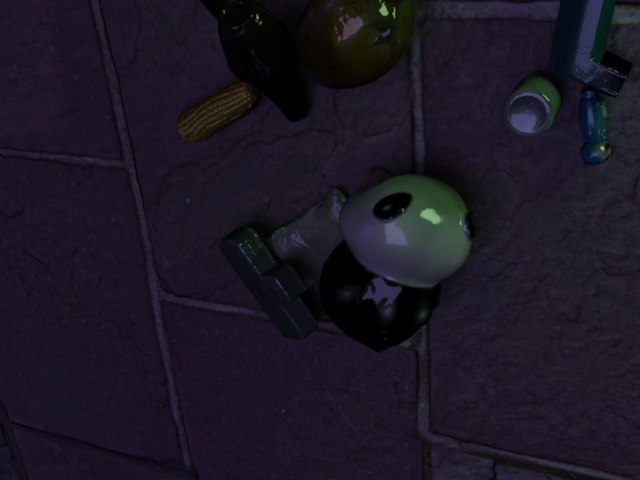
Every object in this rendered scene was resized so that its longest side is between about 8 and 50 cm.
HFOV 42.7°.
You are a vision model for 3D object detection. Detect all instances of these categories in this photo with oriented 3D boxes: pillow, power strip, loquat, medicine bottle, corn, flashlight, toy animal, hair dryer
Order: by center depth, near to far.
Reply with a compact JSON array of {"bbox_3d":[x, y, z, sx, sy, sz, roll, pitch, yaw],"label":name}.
[{"bbox_3d":[0.420,-0.348,1.230,0.124,0.079,0.259,15,122,23],"label":"medicine bottle"},{"bbox_3d":[0.344,-0.222,1.307,0.080,0.130,0.080,12,121,22],"label":"medicine bottle"},{"bbox_3d":[0.441,-0.184,1.331,0.051,0.051,0.129,-5,111,29],"label":"flashlight"},{"bbox_3d":[0.054,-0.345,1.356,0.179,0.179,0.227,45,140,-2],"label":"loquat"},{"bbox_3d":[-0.153,-0.388,1.475,0.120,0.304,0.359,-39,63,2],"label":"hair dryer"},{"bbox_3d":[0.143,0.026,1.481,0.250,0.251,0.310,31,133,8],"label":"toy animal"},{"bbox_3d":[-0.201,-0.253,1.605,0.203,0.072,0.072,-24,104,33],"label":"corn"},{"bbox_3d":[0.000,0.000,1.658,0.229,0.050,0.148,-32,107,36],"label":"pillow"},{"bbox_3d":[-0.095,0.089,1.698,0.265,0.059,0.193,56,158,-11],"label":"power strip"}]
